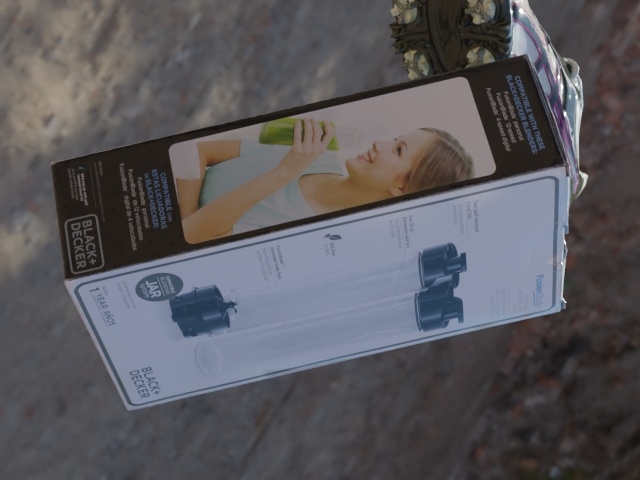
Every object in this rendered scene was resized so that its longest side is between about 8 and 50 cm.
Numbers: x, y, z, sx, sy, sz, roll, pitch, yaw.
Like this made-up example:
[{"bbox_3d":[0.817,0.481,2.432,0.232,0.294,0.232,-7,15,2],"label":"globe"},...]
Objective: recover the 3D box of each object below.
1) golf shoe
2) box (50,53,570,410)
[{"bbox_3d":[0.130,-0.128,1.141,0.120,0.105,0.272,-31,119,-40],"label":"golf shoe"},{"bbox_3d":[0.000,0.000,0.937,0.290,0.087,0.169,-13,147,0],"label":"box"}]
